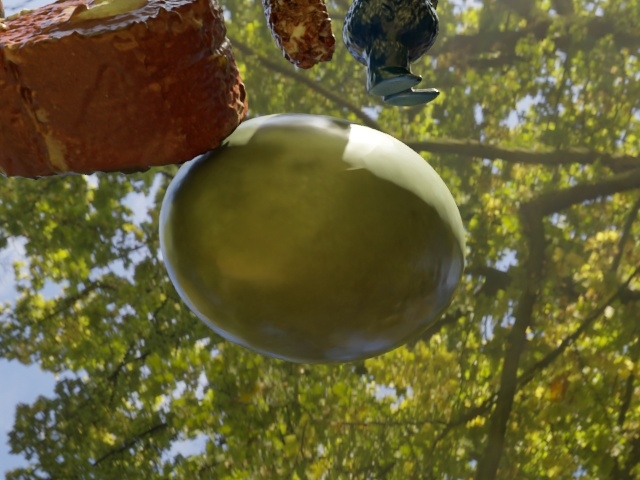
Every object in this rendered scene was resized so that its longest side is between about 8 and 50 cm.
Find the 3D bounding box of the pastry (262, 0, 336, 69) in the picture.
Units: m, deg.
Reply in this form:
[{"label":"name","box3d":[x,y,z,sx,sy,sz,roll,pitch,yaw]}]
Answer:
[{"label":"pastry","box3d":[-0.036,-0.350,1.376,0.097,0.115,0.208,-18,-128,3]}]

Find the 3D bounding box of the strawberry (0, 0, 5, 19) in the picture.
[{"label":"strawberry","box3d":[-0.529,-0.279,1.150,0.221,0.274,0.274,19,-124,-13]}]

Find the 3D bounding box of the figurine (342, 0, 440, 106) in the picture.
[{"label":"figurine","box3d":[0.088,-0.294,1.101,0.121,0.164,0.262,0,-112,12]}]

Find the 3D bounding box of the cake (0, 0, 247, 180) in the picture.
[{"label":"cake","box3d":[-0.206,-0.158,0.838,0.283,0.150,0.177,-5,-144,21]}]

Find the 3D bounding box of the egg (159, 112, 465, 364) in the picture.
[{"label":"egg","box3d":[0.000,0.000,0.912,0.352,0.258,0.258,3,-136,-48]}]
